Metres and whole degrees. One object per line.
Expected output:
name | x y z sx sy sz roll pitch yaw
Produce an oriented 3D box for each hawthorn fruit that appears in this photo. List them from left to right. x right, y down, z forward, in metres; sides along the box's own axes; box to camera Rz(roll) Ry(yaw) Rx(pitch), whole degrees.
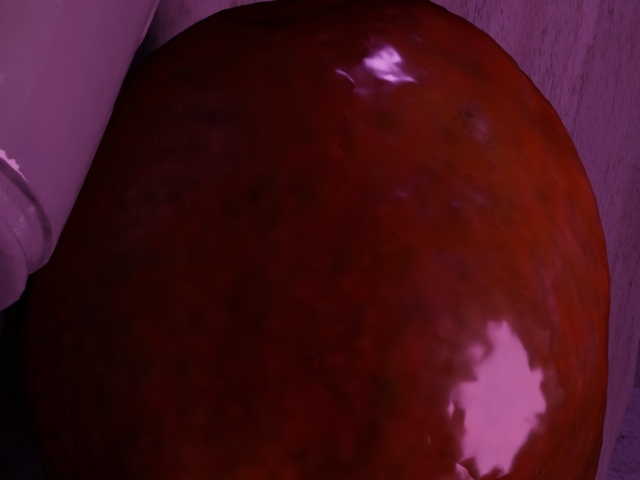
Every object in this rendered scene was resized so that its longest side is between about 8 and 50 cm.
hawthorn fruit | 0.000 0.000 0.667 0.210 0.211 0.262 57 34 -70

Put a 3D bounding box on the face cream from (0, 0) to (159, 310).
face cream | -0.099 -0.033 0.436 0.101 0.101 0.251 75 31 -60
